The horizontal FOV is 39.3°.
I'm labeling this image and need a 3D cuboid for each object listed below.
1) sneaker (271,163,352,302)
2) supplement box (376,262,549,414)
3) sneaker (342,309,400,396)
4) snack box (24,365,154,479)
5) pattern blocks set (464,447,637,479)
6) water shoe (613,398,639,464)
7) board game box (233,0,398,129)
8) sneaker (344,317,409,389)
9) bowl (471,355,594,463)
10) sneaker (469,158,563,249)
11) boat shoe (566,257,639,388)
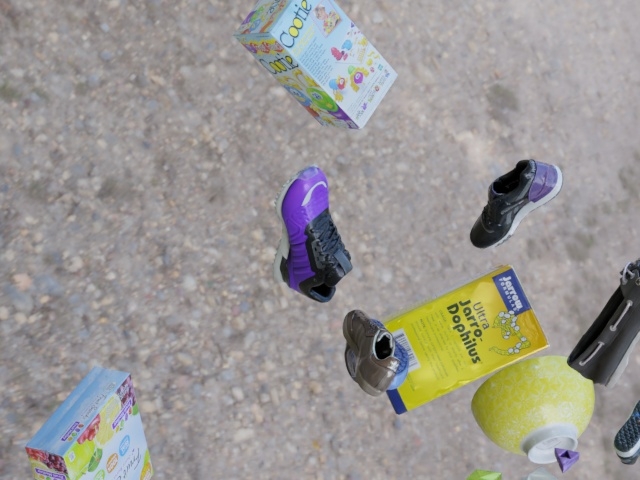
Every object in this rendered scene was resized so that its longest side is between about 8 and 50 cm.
[{"bbox_3d":[0.001,0.000,1.570,0.102,0.293,0.146,-35,59,-30],"label":"sneaker"},{"bbox_3d":[0.289,0.210,1.967,0.195,0.356,0.194,64,6,3],"label":"supplement box"},{"bbox_3d":[0.085,0.155,1.357,0.066,0.071,0.188,30,23,-25],"label":"sneaker"},{"bbox_3d":[-0.323,0.316,1.282,0.174,0.070,0.207,-57,150,-51],"label":"snack box"},{"bbox_3d":[0.347,0.452,1.433,0.325,0.285,0.026,-40,134,-35],"label":"pattern blocks set"},{"bbox_3d":[0.735,0.417,2.027,0.203,0.073,0.080,-40,132,-14],"label":"water shoe"},{"bbox_3d":[-0.007,-0.359,1.742,0.275,0.142,0.144,43,74,-32],"label":"board game box"},{"bbox_3d":[0.090,0.207,1.485,0.081,0.232,0.091,5,106,-9],"label":"sneaker"},{"bbox_3d":[0.502,0.409,2.034,0.289,0.289,0.156,23,35,-32],"label":"bowl"},{"bbox_3d":[0.418,-0.093,2.079,0.124,0.283,0.107,15,44,-31],"label":"sneaker"},{"bbox_3d":[0.546,0.124,1.623,0.095,0.335,0.112,21,30,10],"label":"boat shoe"}]
